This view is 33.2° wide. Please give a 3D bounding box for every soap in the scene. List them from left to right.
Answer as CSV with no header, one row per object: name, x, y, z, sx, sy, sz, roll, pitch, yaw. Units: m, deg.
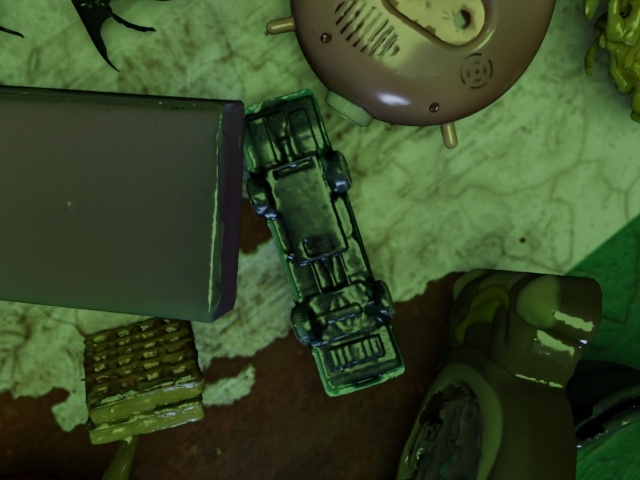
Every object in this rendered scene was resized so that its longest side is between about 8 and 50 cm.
soap,-0.193,-0.036,0.887,0.259,0.081,0.181,4,99,12

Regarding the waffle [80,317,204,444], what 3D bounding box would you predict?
waffle,-0.153,0.114,0.921,0.102,0.148,0.042,-15,110,-7

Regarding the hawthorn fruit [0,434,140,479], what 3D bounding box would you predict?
hawthorn fruit,-0.216,0.309,0.887,0.287,0.287,0.330,22,88,-10

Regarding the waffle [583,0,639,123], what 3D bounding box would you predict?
waffle,0.329,-0.245,0.933,0.262,0.060,0.280,-29,123,-29

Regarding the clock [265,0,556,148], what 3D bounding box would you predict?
clock,0.085,-0.206,0.913,0.227,0.142,0.241,32,96,-10

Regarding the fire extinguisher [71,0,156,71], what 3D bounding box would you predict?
fire extinguisher,-0.104,-0.303,0.891,0.337,0.114,0.135,-52,145,1

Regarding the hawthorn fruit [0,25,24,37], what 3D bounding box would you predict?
hawthorn fruit,-0.345,-0.211,0.845,0.235,0.181,0.181,14,96,-22

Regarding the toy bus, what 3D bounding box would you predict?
toy bus,0.000,0.000,0.943,0.091,0.109,0.262,-17,98,3

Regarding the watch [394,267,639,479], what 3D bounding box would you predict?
watch,0.250,0.219,0.927,0.327,0.314,0.335,18,84,-13
